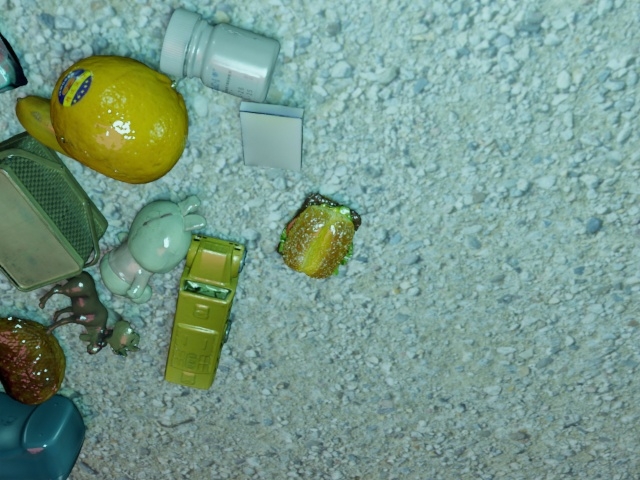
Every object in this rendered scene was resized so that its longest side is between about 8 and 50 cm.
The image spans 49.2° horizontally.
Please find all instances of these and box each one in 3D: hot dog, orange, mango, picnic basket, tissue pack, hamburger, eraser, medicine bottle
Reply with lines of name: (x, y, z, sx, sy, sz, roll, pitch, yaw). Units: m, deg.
hot dog: (-0.654, 0.254, 1.528, 0.161, 0.099, 0.226, -2, 125, 7)
orange: (-0.312, -0.190, 1.098, 0.219, 0.193, 0.219, 32, 166, 9)
mango: (-0.434, -0.182, 1.197, 0.190, 0.098, 0.075, 38, 80, -25)
picnic basket: (-0.528, -0.050, 1.269, 0.165, 0.139, 0.266, -18, 122, 19)
tissue pack: (-0.707, 0.476, 1.634, 0.288, 0.198, 0.206, 2, 124, 2)
hamburger: (0.000, 0.000, 1.280, 0.137, 0.087, 0.166, 25, 125, -12)
eraser: (-0.079, -0.170, 1.169, 0.104, 0.023, 0.150, 6, 151, 1)
medicine bottle: (-0.153, -0.284, 1.081, 0.168, 0.105, 0.105, 17, 126, -7)

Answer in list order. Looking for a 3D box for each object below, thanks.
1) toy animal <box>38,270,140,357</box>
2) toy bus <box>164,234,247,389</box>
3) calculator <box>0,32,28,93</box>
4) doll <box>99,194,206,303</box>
toy animal: (-0.473, 0.160, 1.446, 0.186, 0.093, 0.214, -5, 117, 0)
toy bus: (-0.236, 0.147, 1.391, 0.121, 0.123, 0.335, 14, 126, -4)
calculator: (-0.642, -0.324, 1.101, 0.248, 0.058, 0.274, -22, 120, 2)
doll: (-0.321, 0.018, 1.295, 0.113, 0.154, 0.275, 13, 136, -41)
